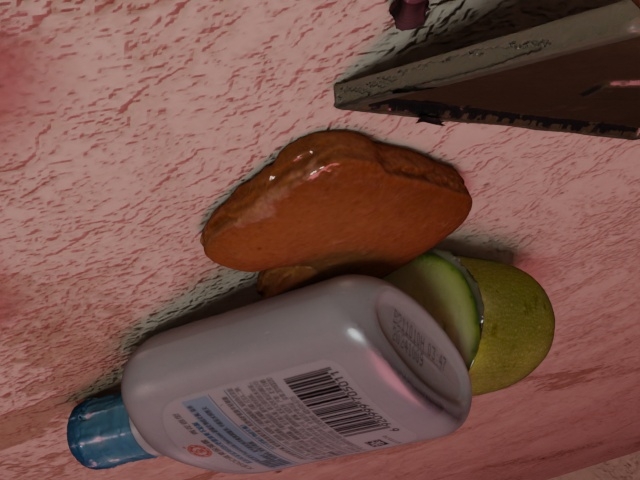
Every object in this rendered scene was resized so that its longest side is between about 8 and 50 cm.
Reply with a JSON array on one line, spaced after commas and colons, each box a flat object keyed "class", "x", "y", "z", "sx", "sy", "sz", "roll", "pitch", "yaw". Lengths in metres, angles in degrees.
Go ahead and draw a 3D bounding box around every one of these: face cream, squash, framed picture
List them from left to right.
[{"class": "face cream", "x": -0.062, "y": 0.121, "z": 0.753, "sx": 0.336, "sy": 0.080, "sz": 0.163, "roll": -20, "pitch": 132, "yaw": 34}, {"class": "squash", "x": 0.127, "y": 0.068, "z": 0.823, "sx": 0.123, "sy": 0.123, "sz": 0.186, "roll": -35, "pitch": 157, "yaw": 33}, {"class": "framed picture", "x": 0.176, "y": -0.081, "z": 0.529, "sx": 0.281, "sy": 0.019, "sz": 0.209, "roll": -1, "pitch": 176, "yaw": -40}]

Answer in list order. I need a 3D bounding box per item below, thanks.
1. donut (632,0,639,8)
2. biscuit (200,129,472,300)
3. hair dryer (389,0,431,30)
[{"class": "donut", "x": 0.126, "y": -0.157, "z": 0.301, "sx": 0.190, "sy": 0.074, "sz": 0.174, "roll": 4, "pitch": 117, "yaw": -58}, {"class": "biscuit", "x": 0.000, "y": 0.000, "z": 0.661, "sx": 0.186, "sy": 0.036, "sz": 0.192, "roll": -32, "pitch": 153, "yaw": 31}, {"class": "hair dryer", "x": 0.036, "y": -0.124, "z": 0.398, "sx": 0.106, "sy": 0.054, "sz": 0.154, "roll": -16, "pitch": 162, "yaw": 3}]
